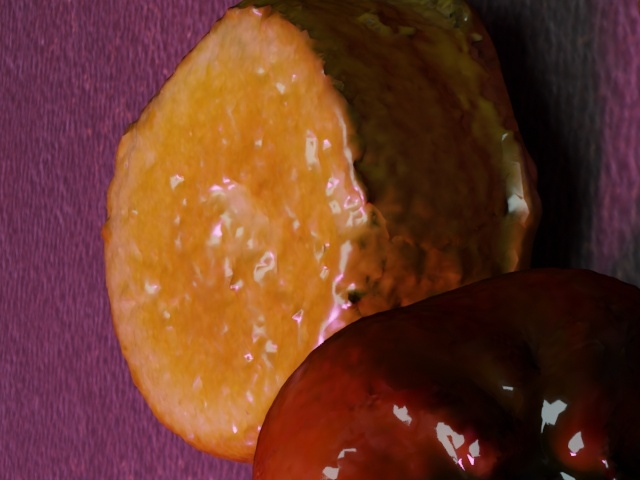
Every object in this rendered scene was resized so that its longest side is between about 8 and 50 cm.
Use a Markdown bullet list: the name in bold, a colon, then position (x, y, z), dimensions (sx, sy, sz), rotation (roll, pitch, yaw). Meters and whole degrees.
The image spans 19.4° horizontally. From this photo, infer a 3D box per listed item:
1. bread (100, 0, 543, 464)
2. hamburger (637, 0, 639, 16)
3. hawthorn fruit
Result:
- **bread**: position (0.000, 0.000, 0.928), dimensions (0.268, 0.146, 0.268), rotation (-3, 86, 54)
- **hamburger**: position (0.223, -0.163, 0.575), dimensions (0.277, 0.195, 0.318), rotation (-22, 70, 50)
- **hawthorn fruit**: position (0.071, 0.130, 0.766), dimensions (0.261, 0.224, 0.224), rotation (123, 143, -70)
